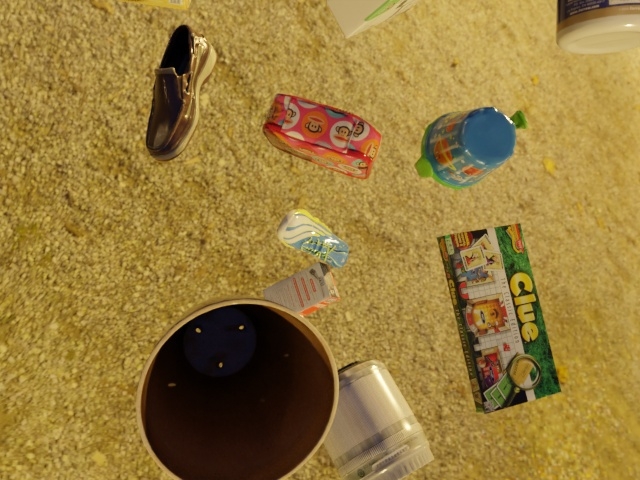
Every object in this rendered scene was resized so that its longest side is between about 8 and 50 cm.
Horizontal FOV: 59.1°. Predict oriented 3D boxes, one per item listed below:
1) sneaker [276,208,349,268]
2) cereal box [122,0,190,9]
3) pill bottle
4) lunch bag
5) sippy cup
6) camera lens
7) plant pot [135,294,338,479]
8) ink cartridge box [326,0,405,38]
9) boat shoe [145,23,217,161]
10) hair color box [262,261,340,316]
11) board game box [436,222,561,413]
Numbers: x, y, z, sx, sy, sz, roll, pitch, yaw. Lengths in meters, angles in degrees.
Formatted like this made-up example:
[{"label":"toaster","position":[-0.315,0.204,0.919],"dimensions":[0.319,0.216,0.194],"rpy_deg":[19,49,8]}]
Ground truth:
[{"label":"sneaker","position":[0.000,0.000,1.274],"dimensions":[0.091,0.126,0.240],"rpy_deg":[-63,156,4]},{"label":"cereal box","position":[-0.403,-0.668,1.436],"dimensions":[0.173,0.047,0.240],"rpy_deg":[6,45,-4]},{"label":"pill bottle","position":[0.443,-0.434,0.860],"dimensions":[0.153,0.153,0.265],"rpy_deg":[-2,95,-40]},{"label":"lunch bag","position":[0.007,-0.258,1.447],"dimensions":[0.293,0.258,0.120],"rpy_deg":[20,87,5]},{"label":"sippy cup","position":[0.432,-0.274,1.605],"dimensions":[0.240,0.224,0.305],"rpy_deg":[29,84,-9]},{"label":"camera lens","position":[0.110,0.437,1.331],"dimensions":[0.219,0.219,0.274],"rpy_deg":[-8,57,-41]},{"label":"plant pot","position":[-0.127,0.172,0.777],"dimensions":[0.237,0.254,0.237],"rpy_deg":[-2,96,-17]},{"label":"ink cartridge box","position":[0.193,-0.707,1.584],"dimensions":[0.289,0.211,0.122],"rpy_deg":[-36,99,-33]},{"label":"boat shoe","position":[-0.265,-0.268,0.997],"dimensions":[0.095,0.095,0.258],"rpy_deg":[53,43,-59]},{"label":"hair color box","position":[-0.047,0.128,1.338],"dimensions":[0.053,0.167,0.093],"rpy_deg":[20,47,-59]},{"label":"board game box","position":[0.264,0.109,0.834],"dimensions":[0.136,0.030,0.260],"rpy_deg":[-9,82,-20]}]
